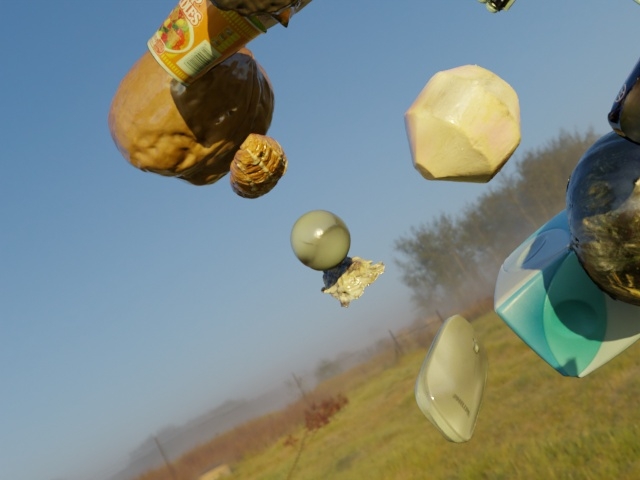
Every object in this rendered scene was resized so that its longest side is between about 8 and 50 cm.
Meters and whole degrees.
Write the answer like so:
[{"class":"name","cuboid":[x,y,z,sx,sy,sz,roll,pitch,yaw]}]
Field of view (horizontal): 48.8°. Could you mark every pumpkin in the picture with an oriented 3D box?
[{"class":"pumpkin","cuboid":[0.776,-0.060,1.679,0.344,0.454,0.455,-23,-5,42]}]

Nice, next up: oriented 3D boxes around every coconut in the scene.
[{"class":"coconut","cuboid":[0.274,-0.216,1.382,0.237,0.236,0.197,-28,0,-8]}]

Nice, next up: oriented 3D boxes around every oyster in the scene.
[{"class":"oyster","cuboid":[0.044,0.067,1.288,0.108,0.053,0.166,-58,28,-12]}]

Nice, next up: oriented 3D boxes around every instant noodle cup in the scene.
[{"class":"instant noodle cup","cuboid":[-0.223,-0.395,1.340,0.185,0.168,0.168,-38,-15,14]}]

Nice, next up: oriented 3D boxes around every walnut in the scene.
[{"class":"walnut","cuboid":[-0.302,-0.310,1.668,0.398,0.307,0.354,-38,-22,17]}]

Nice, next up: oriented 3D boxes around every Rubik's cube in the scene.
[{"class":"Rubik's cube","cuboid":[0.751,0.142,2.080,0.351,0.347,0.352,-47,2,34]}]

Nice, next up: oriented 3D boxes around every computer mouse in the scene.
[{"class":"computer mouse","cuboid":[0.323,0.316,1.643,0.095,0.197,0.330,-24,24,39]}]

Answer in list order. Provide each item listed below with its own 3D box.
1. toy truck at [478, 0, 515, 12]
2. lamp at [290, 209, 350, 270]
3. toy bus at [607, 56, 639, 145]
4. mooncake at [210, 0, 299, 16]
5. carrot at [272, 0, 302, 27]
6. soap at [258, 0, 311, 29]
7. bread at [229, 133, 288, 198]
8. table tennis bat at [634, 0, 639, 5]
[{"class":"toy truck","cuboid":[0.365,-0.573,1.532,0.100,0.169,0.077,-38,-12,-40]},{"class":"lamp","cuboid":[0.000,0.000,1.203,0.105,0.105,0.105,-28,-13,-7]},{"class":"toy bus","cuboid":[0.632,-0.316,1.241,0.147,0.128,0.302,-42,-22,-58]},{"class":"mooncake","cuboid":[-0.108,-0.462,1.095,0.228,0.124,0.228,2,-42,2]},{"class":"carrot","cuboid":[-0.156,-0.555,1.415,0.302,0.114,0.114,33,-51,-24]},{"class":"soap","cuboid":[-0.087,-0.714,1.944,0.324,0.109,0.193,-30,-7,34]},{"class":"bread","cuboid":[-0.105,-0.121,1.213,0.105,0.076,0.233,-47,1,-15]},{"class":"table tennis bat","cuboid":[0.794,-0.629,1.810,0.040,0.244,0.153,-55,-12,29]}]
